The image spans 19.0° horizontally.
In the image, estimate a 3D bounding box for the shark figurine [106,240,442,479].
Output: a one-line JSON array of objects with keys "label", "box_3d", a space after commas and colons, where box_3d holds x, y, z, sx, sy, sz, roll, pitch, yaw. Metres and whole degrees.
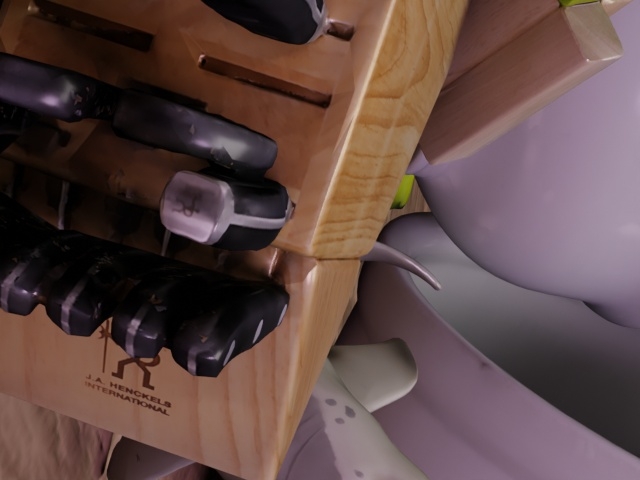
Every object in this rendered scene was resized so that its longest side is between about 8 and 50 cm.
[{"label": "shark figurine", "box_3d": [-0.037, 0.051, 0.761, 0.116, 0.166, 0.278, -47, -161, 15]}]

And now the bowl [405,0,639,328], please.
[{"label": "bowl", "box_3d": [0.103, -0.103, 0.957, 0.298, 0.134, 0.298, -179, -90, -74]}]

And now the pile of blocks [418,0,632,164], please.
[{"label": "pile of blocks", "box_3d": [0.128, -0.182, 0.601, 0.112, 0.149, 0.362, -16, 143, -42]}]

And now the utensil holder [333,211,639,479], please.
[{"label": "utensil holder", "box_3d": [0.095, 0.230, 1.039, 0.385, 0.327, 0.327, -64, 176, 15]}]

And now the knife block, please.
[{"label": "knife block", "box_3d": [-0.017, -0.069, 0.470, 0.242, 0.088, 0.275, 103, 9, -46]}]

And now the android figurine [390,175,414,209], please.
[{"label": "android figurine", "box_3d": [0.078, -0.157, 1.195, 0.248, 0.056, 0.273, -62, 170, -56]}]
